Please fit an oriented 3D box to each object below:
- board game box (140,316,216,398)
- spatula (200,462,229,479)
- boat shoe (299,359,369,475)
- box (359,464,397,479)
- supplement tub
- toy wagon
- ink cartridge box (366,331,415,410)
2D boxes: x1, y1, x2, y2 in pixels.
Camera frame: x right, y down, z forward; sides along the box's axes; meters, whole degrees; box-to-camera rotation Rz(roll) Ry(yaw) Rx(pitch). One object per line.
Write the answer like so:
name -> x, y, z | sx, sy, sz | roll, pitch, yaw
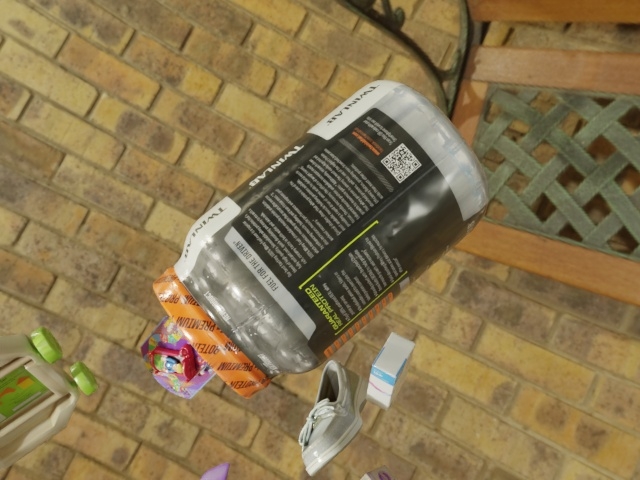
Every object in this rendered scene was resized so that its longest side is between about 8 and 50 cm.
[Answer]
board game box -> -0.256, 0.214, 0.986 | 0.133, 0.169, 0.033 | 45, -149, 0
spatula -> -0.283, 0.617, 1.329 | 0.296, 0.084, 0.031 | -40, -74, -82
boat shoe -> 0.018, 0.331, 1.088 | 0.103, 0.118, 0.320 | 42, -160, 3
box -> 0.179, 0.546, 0.972 | 0.067, 0.063, 0.324 | 5, -145, -48
supplement tub -> 0.000, 0.000, 0.626 | 0.207, 0.338, 0.207 | 49, 171, 10
toy wagon -> -0.494, 0.225, 0.802 | 0.068, 0.267, 0.345 | 44, 159, 33
ink cartridge box -> 0.131, 0.248, 1.062 | 0.052, 0.088, 0.123 | 23, 138, 20
